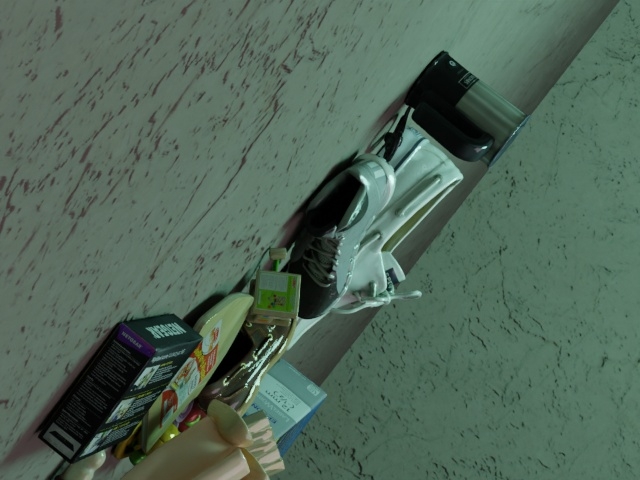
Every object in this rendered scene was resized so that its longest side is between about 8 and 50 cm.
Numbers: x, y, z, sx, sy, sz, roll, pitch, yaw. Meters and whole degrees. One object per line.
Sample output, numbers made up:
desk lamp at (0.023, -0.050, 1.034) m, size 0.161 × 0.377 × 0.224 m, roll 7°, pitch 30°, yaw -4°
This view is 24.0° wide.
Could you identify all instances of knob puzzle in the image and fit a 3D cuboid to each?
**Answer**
knob puzzle at (-0.142, 0.126, 1.675) m, size 0.213 × 0.030 × 0.213 m, roll -52°, pitch 167°, yaw -17°

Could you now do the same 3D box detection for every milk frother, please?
milk frother at (0.161, -0.134, 1.871) m, size 0.129 × 0.134 × 0.143 m, roll -46°, pitch 171°, yaw -33°

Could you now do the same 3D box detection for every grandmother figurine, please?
grandmother figurine at (-0.221, 0.304, 1.605) m, size 0.342 × 0.208 × 0.104 m, roll -35°, pitch -152°, yaw -22°

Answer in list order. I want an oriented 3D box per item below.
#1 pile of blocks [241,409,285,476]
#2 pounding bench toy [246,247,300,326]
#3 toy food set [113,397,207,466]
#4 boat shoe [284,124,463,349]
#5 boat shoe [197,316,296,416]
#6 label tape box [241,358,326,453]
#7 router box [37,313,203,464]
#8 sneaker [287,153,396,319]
pile of blocks at (-0.217, 0.358, 2.176) m, size 0.362 × 0.149 × 0.112 m, roll -43°, pitch -144°, yaw 2°
pounding bench toy at (-0.055, 0.054, 1.765) m, size 0.065 × 0.052 × 0.083 m, roll 130°, pitch -34°, yaw -73°
toy food set at (-0.175, 0.231, 1.835) m, size 0.128 × 0.071 × 0.218 m, roll -52°, pitch 173°, yaw 2°
boat shoe at (0.063, 0.035, 2.000) m, size 0.367 × 0.156 × 0.136 m, roll -51°, pitch 172°, yaw -4°
boat shoe at (-0.092, 0.131, 1.847) m, size 0.073 × 0.073 × 0.207 m, roll -5°, pitch -140°, yaw 31°
label tape box at (-0.148, 0.356, 2.454) m, size 0.249 × 0.115 × 0.347 m, roll -55°, pitch 169°, yaw 20°
router box at (-0.185, 0.137, 1.426) m, size 0.133 × 0.046 × 0.179 m, roll -53°, pitch 173°, yaw 5°
sneaker at (0.000, 0.000, 1.802) m, size 0.229 × 0.086 × 0.132 m, roll -64°, pitch 164°, yaw 17°
